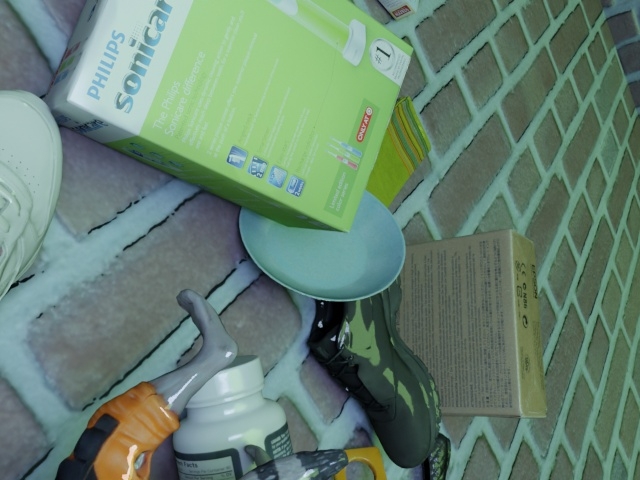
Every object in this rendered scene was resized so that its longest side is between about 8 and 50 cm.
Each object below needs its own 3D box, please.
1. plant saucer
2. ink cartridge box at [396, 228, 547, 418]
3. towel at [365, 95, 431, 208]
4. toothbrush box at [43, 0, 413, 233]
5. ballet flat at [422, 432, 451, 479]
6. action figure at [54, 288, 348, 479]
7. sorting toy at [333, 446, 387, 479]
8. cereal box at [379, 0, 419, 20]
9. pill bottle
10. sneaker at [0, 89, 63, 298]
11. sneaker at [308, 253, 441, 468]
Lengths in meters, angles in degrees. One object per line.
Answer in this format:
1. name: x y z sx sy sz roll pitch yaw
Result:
1. plant saucer: 0.000 0.000 0.725 0.195 0.037 0.195 10 47 -11
2. ink cartridge box: 0.189 0.117 0.846 0.088 0.193 0.234 17 69 -48
3. towel: 0.102 -0.121 0.937 0.102 0.021 0.237 58 45 -21
4. toothbrush box: -0.076 -0.152 0.593 0.283 0.122 0.206 24 81 -34
5. ballet flat: 0.146 0.350 0.865 0.049 0.057 0.173 12 65 -4
6. action figure: -0.148 0.178 0.340 0.330 0.179 0.341 -44 150 -34
7. sorting toy: 0.063 0.397 0.672 0.196 0.047 0.347 10 48 -10
8. cereal box: 0.080 -0.486 0.980 0.240 0.047 0.173 36 56 -38
9. pill bottle: -0.078 0.204 0.587 0.108 0.108 0.180 -10 88 -49
10. sneaker: -0.241 0.015 0.412 0.114 0.152 0.305 36 54 -32
11. sneaker: 0.050 0.144 0.767 0.130 0.109 0.286 -14 82 -43
